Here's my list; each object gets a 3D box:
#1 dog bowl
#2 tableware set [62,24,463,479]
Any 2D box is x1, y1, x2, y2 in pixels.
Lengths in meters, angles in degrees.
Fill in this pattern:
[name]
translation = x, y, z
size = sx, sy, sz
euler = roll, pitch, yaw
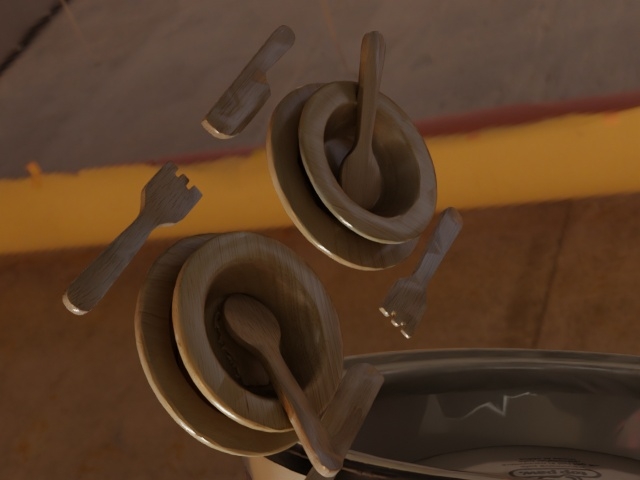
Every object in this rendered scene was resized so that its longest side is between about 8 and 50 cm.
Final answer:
[dog bowl]
translation = 0.147, 0.171, 0.728
size = 0.408, 0.150, 0.408
euler = 2, -176, 0
[tableware set]
translation = 0.000, 0.000, 0.456
size = 0.039, 0.128, 0.194
euler = -31, -160, 43
